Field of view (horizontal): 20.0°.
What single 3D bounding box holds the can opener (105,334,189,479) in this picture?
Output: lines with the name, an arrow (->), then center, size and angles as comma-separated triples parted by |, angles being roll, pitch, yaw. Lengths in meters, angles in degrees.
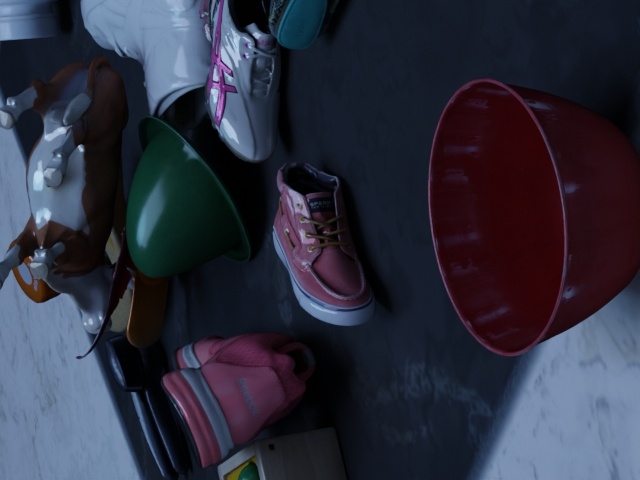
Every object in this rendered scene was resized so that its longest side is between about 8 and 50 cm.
can opener -> -0.202, 0.198, 2.151 | 0.059, 0.073, 0.186 | -38, 71, 55

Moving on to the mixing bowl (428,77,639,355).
mixing bowl -> 0.154, -0.021, 1.192 | 0.181, 0.098, 0.181 | 172, 90, -67

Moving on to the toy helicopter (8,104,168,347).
toy helicopter -> -0.243, -0.037, 2.064 | 0.235, 0.140, 0.355 | 41, 143, 36

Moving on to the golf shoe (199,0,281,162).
golf shoe -> -0.071, -0.167, 1.715 | 0.086, 0.067, 0.186 | 156, 105, -65

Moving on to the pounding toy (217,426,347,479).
pounding toy -> -0.036, 0.303, 1.740 | 0.181, 0.094, 0.206 | 138, 122, -63

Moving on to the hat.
hat -> -0.188, 0.008, 1.832 | 0.173, 0.183, 0.208 | 22, 144, 57

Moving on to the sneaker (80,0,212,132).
sneaker -> -0.174, -0.192, 1.901 | 0.292, 0.108, 0.169 | 167, 98, -66

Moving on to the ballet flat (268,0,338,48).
ballet flat -> -0.002, -0.236, 1.546 | 0.188, 0.070, 0.070 | -49, 52, 56

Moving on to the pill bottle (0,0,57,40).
pill bottle -> -0.390, -0.354, 2.351 | 0.112, 0.112, 0.187 | -167, 71, -66

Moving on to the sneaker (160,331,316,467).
sneaker -> -0.065, 0.143, 1.760 | 0.314, 0.136, 0.116 | -108, -6, -86

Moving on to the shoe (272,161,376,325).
shoe -> 0.000, 0.000, 1.602 | 0.178, 0.063, 0.081 | -124, 30, -54

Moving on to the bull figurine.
bull figurine -> -0.266, -0.037, 1.901 | 0.188, 0.101, 0.310 | -41, -42, -63
